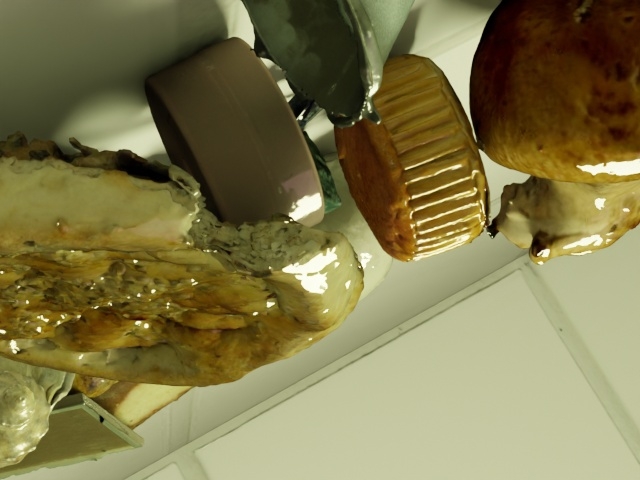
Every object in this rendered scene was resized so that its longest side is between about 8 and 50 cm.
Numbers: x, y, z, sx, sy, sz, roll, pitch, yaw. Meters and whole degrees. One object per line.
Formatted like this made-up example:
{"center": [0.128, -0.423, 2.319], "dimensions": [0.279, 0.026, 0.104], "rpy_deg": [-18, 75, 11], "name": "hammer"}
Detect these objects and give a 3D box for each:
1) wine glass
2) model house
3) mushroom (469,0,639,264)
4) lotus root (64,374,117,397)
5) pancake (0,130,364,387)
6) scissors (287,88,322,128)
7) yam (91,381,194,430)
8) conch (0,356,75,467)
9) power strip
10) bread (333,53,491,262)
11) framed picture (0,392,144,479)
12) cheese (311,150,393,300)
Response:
{"center": [0.074, -0.187, 0.783], "dimensions": [0.232, 0.156, 0.156], "rpy_deg": [-31, 170, -19], "name": "wine glass"}
{"center": [-0.028, -0.057, 1.228], "dimensions": [0.066, 0.083, 0.078], "rpy_deg": [-35, 169, 31], "name": "model house"}
{"center": [0.291, -0.138, 1.170], "dimensions": [0.345, 0.260, 0.345], "rpy_deg": [-13, -157, 5], "name": "mushroom"}
{"center": [-0.220, 0.094, 1.393], "dimensions": [0.190, 0.094, 0.108], "rpy_deg": [-42, -153, 4], "name": "lotus root"}
{"center": [-0.154, 0.026, 0.867], "dimensions": [0.382, 0.071, 0.382], "rpy_deg": [3, 161, 1], "name": "pancake"}
{"center": [-0.059, -0.066, 1.044], "dimensions": [0.300, 0.022, 0.109], "rpy_deg": [-47, 179, -30], "name": "scissors"}
{"center": [-0.248, 0.168, 1.548], "dimensions": [0.238, 0.129, 0.128], "rpy_deg": [-34, -164, 25], "name": "yam"}
{"center": [-0.328, 0.163, 1.293], "dimensions": [0.155, 0.130, 0.207], "rpy_deg": [-7, 171, -34], "name": "conch"}
{"center": [-0.061, -0.063, 0.925], "dimensions": [0.078, 0.154, 0.154], "rpy_deg": [-27, 168, -12], "name": "power strip"}
{"center": [0.077, -0.072, 1.184], "dimensions": [0.104, 0.199, 0.199], "rpy_deg": [-20, 167, -8], "name": "bread"}
{"center": [-0.361, 0.235, 1.449], "dimensions": [0.281, 0.019, 0.209], "rpy_deg": [-12, 156, 6], "name": "framed picture"}
{"center": [0.000, 0.000, 1.377], "dimensions": [0.189, 0.154, 0.198], "rpy_deg": [-24, 169, -4], "name": "cheese"}
